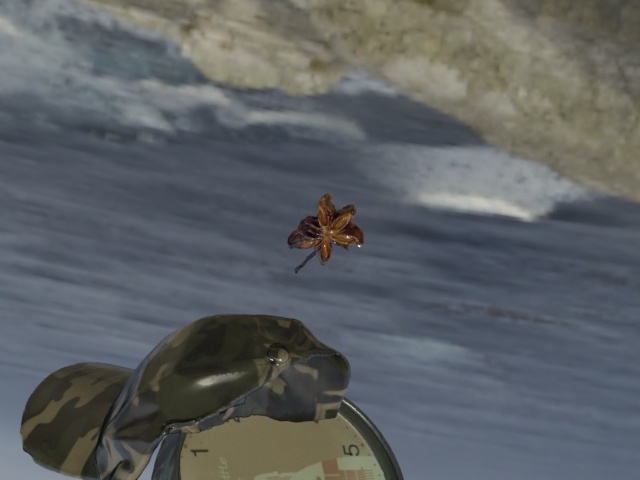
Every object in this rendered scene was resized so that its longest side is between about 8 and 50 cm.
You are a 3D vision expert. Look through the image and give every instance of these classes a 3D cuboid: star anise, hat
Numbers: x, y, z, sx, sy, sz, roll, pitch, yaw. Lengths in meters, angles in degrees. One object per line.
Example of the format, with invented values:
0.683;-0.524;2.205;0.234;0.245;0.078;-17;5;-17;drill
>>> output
0.000;0.000;2.024;0.097;0.070;0.190;30;128;-16;star anise
-0.188;0.165;1.557;0.382;0.257;0.366;27;-153;34;hat

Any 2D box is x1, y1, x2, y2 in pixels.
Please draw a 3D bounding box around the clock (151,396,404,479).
-0.048;0.366;1.788;0.386;0.386;0.076;16;143;-23;clock
